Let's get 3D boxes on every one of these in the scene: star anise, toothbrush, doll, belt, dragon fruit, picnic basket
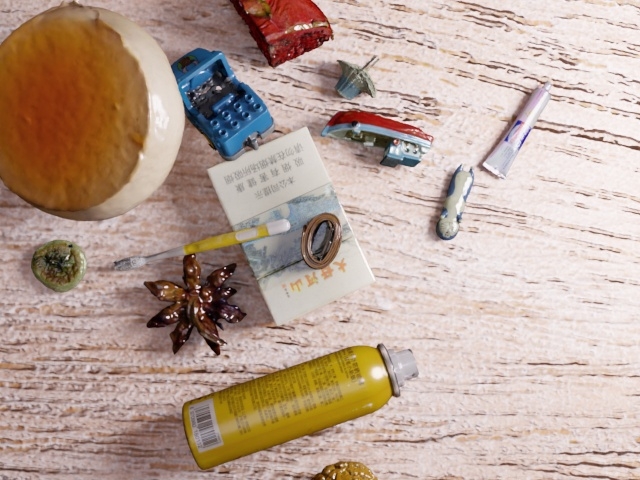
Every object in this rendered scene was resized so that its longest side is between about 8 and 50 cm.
[{"bbox_3d":[-0.189,0.094,1.018,0.167,0.057,0.168,0,81,2],"label":"star anise"},{"bbox_3d":[-0.179,0.009,0.986,0.288,0.024,0.021,-13,92,17],"label":"toothbrush"},{"bbox_3d":[0.212,-0.060,1.053,0.037,0.027,0.125,17,88,5],"label":"doll"},{"bbox_3d":[0.000,0.000,0.967,0.059,0.036,0.083,18,85,-1],"label":"belt"},{"bbox_3d":[-0.065,-0.351,1.001,0.127,0.120,0.161,-34,86,-8],"label":"dragon fruit"},{"bbox_3d":[0.061,-0.256,1.036,0.083,0.065,0.083,44,109,3],"label":"picnic basket"}]

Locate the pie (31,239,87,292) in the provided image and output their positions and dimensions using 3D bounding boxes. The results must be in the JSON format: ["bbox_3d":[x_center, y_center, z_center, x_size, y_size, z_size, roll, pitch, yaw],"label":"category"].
[{"bbox_3d":[-0.399,0.037,1.023,0.084,0.021,0.084,0,89,-4],"label":"pie"}]

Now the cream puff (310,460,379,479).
[{"bbox_3d":[0.036,0.401,0.998,0.126,0.103,0.144,28,82,-1],"label":"cream puff"}]

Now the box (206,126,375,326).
[{"bbox_3d":[-0.045,-0.021,1.018,0.164,0.069,0.257,-24,90,-3],"label":"box"}]

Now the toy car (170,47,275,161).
[{"bbox_3d":[-0.154,-0.212,0.979,0.097,0.100,0.191,-39,69,-10],"label":"toy car"}]

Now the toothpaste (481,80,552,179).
[{"bbox_3d":[0.318,-0.178,1.061,0.045,0.028,0.170,32,89,-9],"label":"toothpaste"}]

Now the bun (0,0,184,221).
[{"bbox_3d":[-0.319,-0.179,0.953,0.298,0.165,0.299,2,98,15],"label":"bun"}]

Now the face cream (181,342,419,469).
[{"bbox_3d":[-0.023,0.235,0.998,0.348,0.105,0.105,-18,90,-3],"label":"face cream"}]

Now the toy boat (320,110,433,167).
[{"bbox_3d":[0.086,-0.154,1.027,0.172,0.069,0.059,15,80,-7],"label":"toy boat"}]
